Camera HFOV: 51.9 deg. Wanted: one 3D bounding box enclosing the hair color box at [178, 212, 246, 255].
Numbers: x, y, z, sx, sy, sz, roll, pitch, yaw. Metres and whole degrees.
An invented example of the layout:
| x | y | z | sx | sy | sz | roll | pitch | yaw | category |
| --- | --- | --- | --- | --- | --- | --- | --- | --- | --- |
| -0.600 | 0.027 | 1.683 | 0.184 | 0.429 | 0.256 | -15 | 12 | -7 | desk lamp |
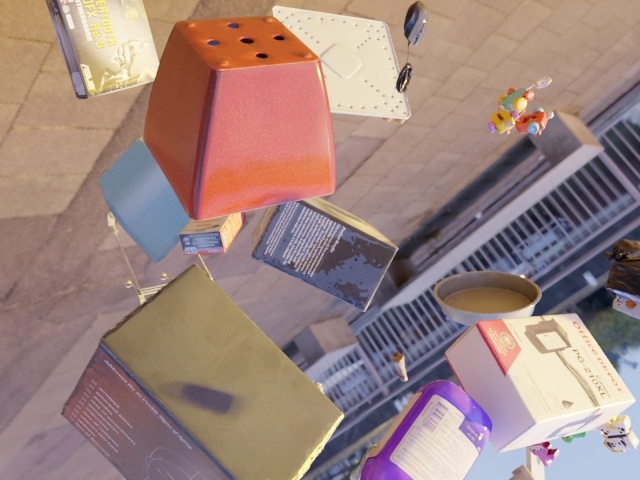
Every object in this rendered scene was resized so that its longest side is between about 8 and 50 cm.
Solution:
| x | y | z | sx | sy | sz | roll | pitch | yaw | category |
| --- | --- | --- | --- | --- | --- | --- | --- | --- | --- |
| -0.227 | -0.030 | 1.401 | 0.093 | 0.053 | 0.167 | -4 | -156 | 13 | hair color box |

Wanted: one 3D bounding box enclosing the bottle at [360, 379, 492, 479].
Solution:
| x | y | z | sx | sy | sz | roll | pitch | yaw | category |
| --- | --- | --- | --- | --- | --- | --- | --- | --- | --- |
| 0.116 | 0.320 | 0.874 | 0.283 | 0.118 | 0.092 | -46 | 180 | -29 | bottle |

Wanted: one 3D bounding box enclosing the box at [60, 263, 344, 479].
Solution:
| x | y | z | sx | sy | sz | roll | pitch | yaw | category |
| --- | --- | --- | --- | --- | --- | --- | --- | --- | --- |
| -0.291 | 0.395 | 1.510 | 0.297 | 0.480 | 0.472 | -44 | 178 | -40 | box |

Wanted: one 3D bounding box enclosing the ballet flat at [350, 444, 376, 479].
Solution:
| x | y | z | sx | sy | sz | roll | pitch | yaw | category |
| --- | --- | --- | --- | --- | --- | --- | --- | --- | --- |
| 0.156 | 0.758 | 2.177 | 0.073 | 0.067 | 0.206 | -12 | 140 | -33 | ballet flat |

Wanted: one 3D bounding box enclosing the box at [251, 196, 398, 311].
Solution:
| x | y | z | sx | sy | sz | roll | pitch | yaw | category |
| --- | --- | --- | --- | --- | --- | --- | --- | --- | --- |
| 0.000 | 0.000 | 1.606 | 0.183 | 0.294 | 0.296 | -61 | -170 | 7 | box |

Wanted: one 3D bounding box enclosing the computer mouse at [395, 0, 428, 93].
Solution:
| x | y | z | sx | sy | sz | roll | pitch | yaw | category |
| --- | --- | --- | --- | --- | --- | --- | --- | --- | --- |
| 0.241 | -0.503 | 1.715 | 0.071 | 0.041 | 0.242 | 1 | 101 | -55 | computer mouse |

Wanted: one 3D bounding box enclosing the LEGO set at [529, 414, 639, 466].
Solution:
| x | y | z | sx | sy | sz | roll | pitch | yaw | category |
| --- | --- | --- | --- | --- | --- | --- | --- | --- | --- |
| 0.477 | 0.347 | 1.160 | 0.087 | 0.093 | 0.227 | -33 | 179 | -37 | LEGO set |

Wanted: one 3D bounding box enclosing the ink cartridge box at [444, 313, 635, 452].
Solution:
| x | y | z | sx | sy | sz | roll | pitch | yaw | category |
| --- | --- | --- | --- | --- | --- | --- | --- | --- | --- |
| 0.340 | 0.212 | 1.020 | 0.237 | 0.172 | 0.100 | 0 | 140 | -33 | ink cartridge box |

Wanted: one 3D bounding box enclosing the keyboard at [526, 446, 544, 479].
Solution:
| x | y | z | sx | sy | sz | roll | pitch | yaw | category |
| --- | --- | --- | --- | --- | --- | --- | --- | --- | --- |
| 0.468 | 0.471 | 1.433 | 0.014 | 0.256 | 0.072 | -18 | 134 | 34 | keyboard |

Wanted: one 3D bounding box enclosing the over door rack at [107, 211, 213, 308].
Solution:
| x | y | z | sx | sy | sz | roll | pitch | yaw | category |
| --- | --- | --- | --- | --- | --- | --- | --- | --- | --- |
| -0.486 | 0.051 | 1.998 | 0.239 | 0.324 | 0.108 | -12 | 154 | -31 | over door rack |

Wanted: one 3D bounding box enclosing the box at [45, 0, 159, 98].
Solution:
| x | y | z | sx | sy | sz | roll | pitch | yaw | category |
| --- | --- | --- | --- | --- | --- | --- | --- | --- | --- |
| -0.442 | -0.425 | 1.348 | 0.183 | 0.231 | 0.056 | -27 | -154 | -37 | box |

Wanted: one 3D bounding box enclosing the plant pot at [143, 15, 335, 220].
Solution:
| x | y | z | sx | sy | sz | roll | pitch | yaw | category |
| --- | --- | --- | --- | --- | --- | --- | --- | --- | --- |
| -0.131 | -0.225 | 1.096 | 0.267 | 0.267 | 0.236 | -13 | 134 | -27 | plant pot |

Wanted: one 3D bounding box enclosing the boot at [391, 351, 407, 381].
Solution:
| x | y | z | sx | sy | sz | roll | pitch | yaw | category |
| --- | --- | --- | --- | --- | --- | --- | --- | --- | --- |
| 0.254 | 0.403 | 2.075 | 0.042 | 0.087 | 0.118 | -17 | -176 | 4 | boot |

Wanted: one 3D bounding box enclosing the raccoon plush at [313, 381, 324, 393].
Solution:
| x | y | z | sx | sy | sz | roll | pitch | yaw | category |
| --- | --- | --- | --- | --- | --- | --- | --- | --- | --- |
| -0.249 | 0.443 | 1.971 | 0.446 | 0.216 | 0.299 | -2 | -168 | 26 | raccoon plush |

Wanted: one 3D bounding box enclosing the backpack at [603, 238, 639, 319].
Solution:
| x | y | z | sx | sy | sz | roll | pitch | yaw | category |
| --- | --- | --- | --- | --- | --- | --- | --- | --- | --- |
| 0.974 | 0.124 | 1.858 | 0.263 | 0.276 | 0.213 | -14 | 120 | -36 | backpack |

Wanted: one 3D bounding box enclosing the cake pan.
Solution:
| x | y | z | sx | sy | sz | roll | pitch | yaw | category |
| --- | --- | --- | --- | --- | --- | --- | --- | --- | --- |
| 0.465 | 0.164 | 1.844 | 0.293 | 0.293 | 0.054 | -20 | 114 | -37 | cake pan |

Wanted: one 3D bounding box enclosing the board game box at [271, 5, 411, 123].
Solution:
| x | y | z | sx | sy | sz | roll | pitch | yaw | category |
| --- | --- | --- | --- | --- | --- | --- | --- | --- | --- |
| 0.055 | -0.530 | 2.000 | 0.390 | 0.390 | 0.050 | 1 | 152 | -20 | board game box |

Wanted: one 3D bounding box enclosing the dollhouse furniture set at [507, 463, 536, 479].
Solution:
| x | y | z | sx | sy | sz | roll | pitch | yaw | category |
| --- | --- | --- | --- | --- | --- | --- | --- | --- | --- |
| 0.248 | 0.496 | 1.162 | 0.198 | 0.286 | 0.303 | -26 | 155 | -18 | dollhouse furniture set |

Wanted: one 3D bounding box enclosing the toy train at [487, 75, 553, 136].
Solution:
| x | y | z | sx | sy | sz | roll | pitch | yaw | category |
| --- | --- | --- | --- | --- | --- | --- | --- | --- | --- |
| 0.381 | -0.235 | 1.221 | 0.125 | 0.046 | 0.166 | -11 | -143 | 35 | toy train |

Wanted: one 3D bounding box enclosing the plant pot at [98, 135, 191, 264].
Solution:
| x | y | z | sx | sy | sz | roll | pitch | yaw | category |
| --- | --- | --- | --- | --- | --- | --- | --- | --- | --- |
| -0.420 | -0.133 | 1.696 | 0.248 | 0.252 | 0.247 | -45 | -166 | 4 | plant pot |
